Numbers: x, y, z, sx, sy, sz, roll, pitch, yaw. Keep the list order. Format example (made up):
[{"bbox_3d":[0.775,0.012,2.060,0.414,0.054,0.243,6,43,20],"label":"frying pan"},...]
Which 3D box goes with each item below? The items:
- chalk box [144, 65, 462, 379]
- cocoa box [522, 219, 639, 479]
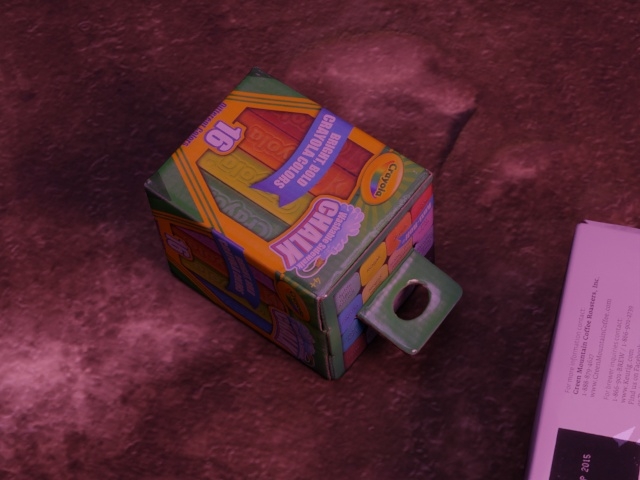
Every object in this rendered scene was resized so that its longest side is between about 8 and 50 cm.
[{"bbox_3d":[0.000,0.000,1.590,0.289,0.179,0.180,31,66,22],"label":"chalk box"},{"bbox_3d":[0.299,0.199,1.412,0.231,0.228,0.347,10,60,10],"label":"cocoa box"}]
